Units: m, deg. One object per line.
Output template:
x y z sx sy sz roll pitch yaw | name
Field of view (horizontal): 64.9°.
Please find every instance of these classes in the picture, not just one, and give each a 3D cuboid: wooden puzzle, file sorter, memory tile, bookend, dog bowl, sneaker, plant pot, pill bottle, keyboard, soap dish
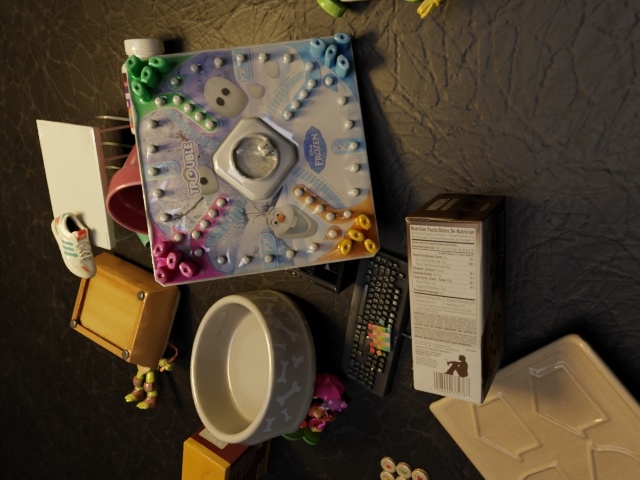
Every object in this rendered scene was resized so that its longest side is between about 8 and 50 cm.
0.410 0.347 0.869 0.322 0.080 0.348 52 130 7 | wooden puzzle
-0.523 -0.151 1.215 0.192 0.173 0.278 13 114 27 | file sorter
0.184 0.558 1.122 0.113 0.012 0.148 10 113 29 | memory tile
0.000 0.000 1.001 0.156 0.072 0.157 22 117 24 | bookend
-0.164 0.276 1.104 0.348 0.102 0.349 -13 72 44 | dog bowl
0.118 0.194 1.001 0.049 0.006 0.084 9 110 36 | wooden puzzle
-0.559 0.010 1.157 0.075 0.057 0.162 -23 93 41 | sneaker
-0.330 -0.131 1.057 0.201 0.201 0.180 -31 49 36 | plant pot
-0.369 -0.332 1.093 0.108 0.108 0.194 8 111 30 | pill bottle
0.144 0.182 1.002 0.201 0.033 0.318 20 117 25 | keyboard
-0.525 0.181 1.335 0.290 0.118 0.229 20 96 27 | soap dish

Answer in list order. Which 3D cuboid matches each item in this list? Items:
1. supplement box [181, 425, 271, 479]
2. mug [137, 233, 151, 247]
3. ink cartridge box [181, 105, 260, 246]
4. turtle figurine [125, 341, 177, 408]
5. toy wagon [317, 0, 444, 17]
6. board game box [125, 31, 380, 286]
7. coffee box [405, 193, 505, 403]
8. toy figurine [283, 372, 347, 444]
-0.233 0.551 1.272 0.129 0.194 0.192 22 117 24 | supplement box
-0.368 -0.065 1.189 0.097 0.157 0.129 57 159 3 | mug
-0.165 -0.121 0.980 0.117 0.201 0.278 -27 91 35 | ink cartridge box
-0.505 0.352 1.437 0.269 0.087 0.218 10 95 25 | turtle figurine
0.080 -0.485 0.779 0.344 0.068 0.267 50 126 6 | toy wagon
-0.111 -0.140 0.849 0.389 0.050 0.391 -8 90 -4 | board game box
0.229 0.085 0.828 0.118 0.168 0.298 4 108 31 | coffee box
-0.005 0.367 1.126 0.159 0.130 0.173 -36 108 27 | toy figurine
